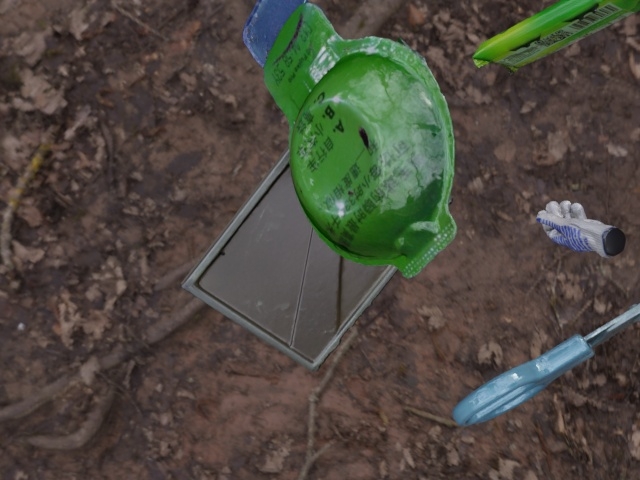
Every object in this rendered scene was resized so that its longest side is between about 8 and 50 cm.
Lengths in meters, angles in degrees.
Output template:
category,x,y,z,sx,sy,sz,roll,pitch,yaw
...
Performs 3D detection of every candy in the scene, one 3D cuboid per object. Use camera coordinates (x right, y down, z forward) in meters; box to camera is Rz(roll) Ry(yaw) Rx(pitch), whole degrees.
category,x,y,z,sx,sy,sz,roll,pitch,yaw
candy,0.253,-0.225,0.758,0.178,0.102,0.032,-23,81,43

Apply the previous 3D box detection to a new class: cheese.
category,x,y,z,sx,sy,sz,roll,pitch,yaw
cheese,0.019,-0.113,0.666,0.204,0.083,0.320,-50,60,40

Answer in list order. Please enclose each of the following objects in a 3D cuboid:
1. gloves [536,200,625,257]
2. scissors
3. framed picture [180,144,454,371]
category,x,y,z,sx,sy,sz,roll,pitch,yaw
gloves,0.565,-0.025,1.612,0.229,0.119,0.097,48,121,56
scissors,0.366,0.114,0.927,0.447,0.192,0.029,-36,65,15
framed picture,0.000,0.000,0.898,0.289,0.213,0.016,-52,19,6
